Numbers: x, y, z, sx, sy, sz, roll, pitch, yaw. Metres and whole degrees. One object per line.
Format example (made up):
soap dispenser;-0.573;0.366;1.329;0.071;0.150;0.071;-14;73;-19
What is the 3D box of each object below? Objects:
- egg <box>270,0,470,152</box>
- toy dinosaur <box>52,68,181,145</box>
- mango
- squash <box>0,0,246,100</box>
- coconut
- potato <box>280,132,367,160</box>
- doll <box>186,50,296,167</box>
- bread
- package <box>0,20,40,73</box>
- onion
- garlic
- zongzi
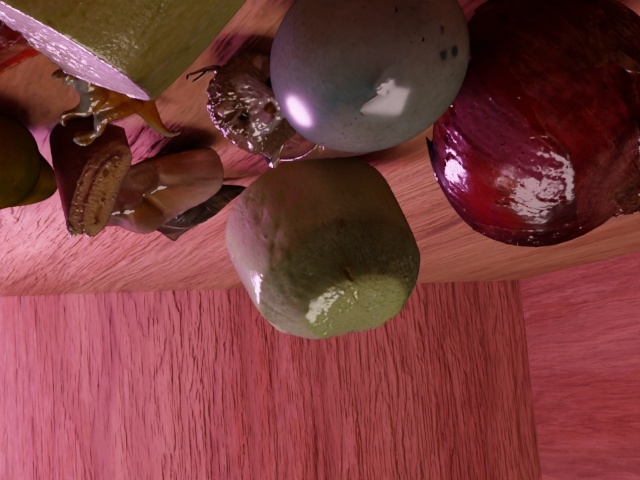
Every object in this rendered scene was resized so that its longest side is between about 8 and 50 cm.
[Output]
egg;0.042;-0.167;0.921;0.169;0.169;0.236;-1;169;-24
toy dinosaur;-0.232;-0.175;1.177;0.212;0.057;0.142;-12;159;-44
mango;-0.431;-0.096;1.274;0.146;0.129;0.289;-13;176;-7
squash;-0.172;-0.220;0.924;0.204;0.155;0.237;26;178;9
coconut;0.000;0.000;1.645;0.329;0.328;0.281;-7;142;16
potato;0.030;-0.153;1.264;0.138;0.098;0.243;-1;172;-33
doll;-0.071;-0.155;1.154;0.115;0.105;0.221;31;180;14
bread;-0.311;-0.107;1.323;0.119;0.192;0.067;-45;138;21
package;-0.349;-0.194;1.031;0.200;0.022;0.083;-11;169;35
onion;0.235;-0.121;1.011;0.276;0.276;0.276;-4;171;-1
garlic;-0.244;-0.072;1.468;0.217;0.110;0.228;-20;-172;6
zongzi;-0.248;-0.075;1.708;0.184;0.084;0.187;-24;160;23
